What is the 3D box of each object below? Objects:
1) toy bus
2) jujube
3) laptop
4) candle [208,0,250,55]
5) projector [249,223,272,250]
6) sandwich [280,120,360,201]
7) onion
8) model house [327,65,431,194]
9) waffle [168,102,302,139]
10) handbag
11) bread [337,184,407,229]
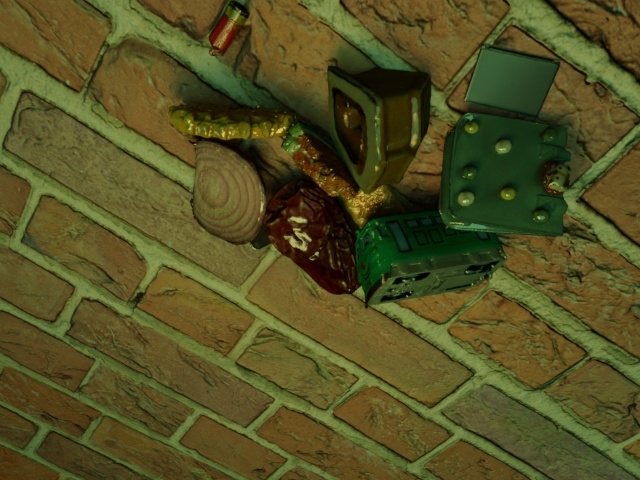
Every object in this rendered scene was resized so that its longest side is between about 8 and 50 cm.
[{"bbox_3d":[0.250,0.029,1.144,0.344,0.199,0.183,-7,152,-18],"label":"toy bus"},{"bbox_3d":[0.000,0.000,1.221,0.216,0.216,0.342,-29,121,21],"label":"jujube"},{"bbox_3d":[0.432,-0.360,1.064,0.180,0.016,0.129,13,120,0],"label":"laptop"},{"bbox_3d":[-0.214,-0.472,1.058,0.052,0.052,0.130,36,118,-13],"label":"candle"},{"bbox_3d":[-0.159,-0.033,1.281,0.083,0.082,0.083,-24,114,19],"label":"projector"},{"bbox_3d":[0.012,-0.159,1.077,0.079,0.159,0.235,-37,146,20],"label":"sandwich"},{"bbox_3d":[-0.209,-0.124,1.198,0.248,0.111,0.249,23,116,26],"label":"onion"},{"bbox_3d":[0.156,-0.266,1.071,0.239,0.173,0.267,-21,120,-31],"label":"model house"},{"bbox_3d":[-0.198,-0.277,1.088,0.310,0.284,0.065,28,123,42],"label":"waffle"},{"bbox_3d":[0.417,-0.151,1.055,0.275,0.100,0.268,8,77,5],"label":"handbag"},{"bbox_3d":[0.126,-0.106,1.214,0.126,0.068,0.188,-28,112,21],"label":"bread"}]
